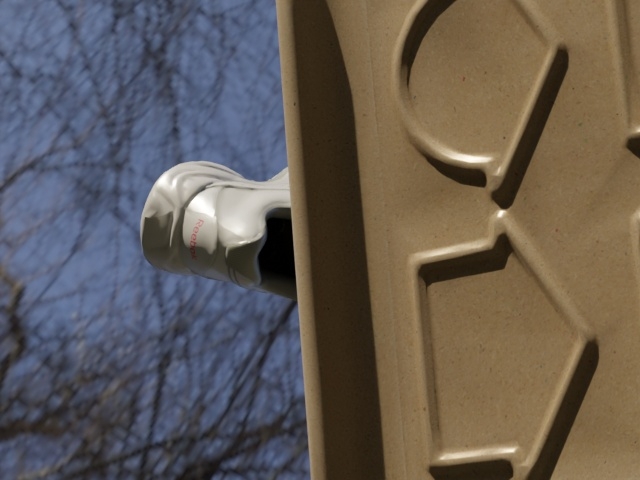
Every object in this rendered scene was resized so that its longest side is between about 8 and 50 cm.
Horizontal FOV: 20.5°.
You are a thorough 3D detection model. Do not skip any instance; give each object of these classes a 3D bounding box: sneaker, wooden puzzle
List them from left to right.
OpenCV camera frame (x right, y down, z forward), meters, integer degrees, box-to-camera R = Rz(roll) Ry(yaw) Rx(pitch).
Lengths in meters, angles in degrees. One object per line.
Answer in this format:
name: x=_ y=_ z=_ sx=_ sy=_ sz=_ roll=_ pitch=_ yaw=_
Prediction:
sneaker: x=0.000 y=0.000 z=1.142 sx=0.115 sy=0.232 sz=0.090 roll=27 pitch=-64 yaw=38
wooden puzzle: x=0.153 y=-0.024 z=0.873 sx=0.347 sy=0.080 sz=0.322 roll=-10 pitch=-102 yaw=28
